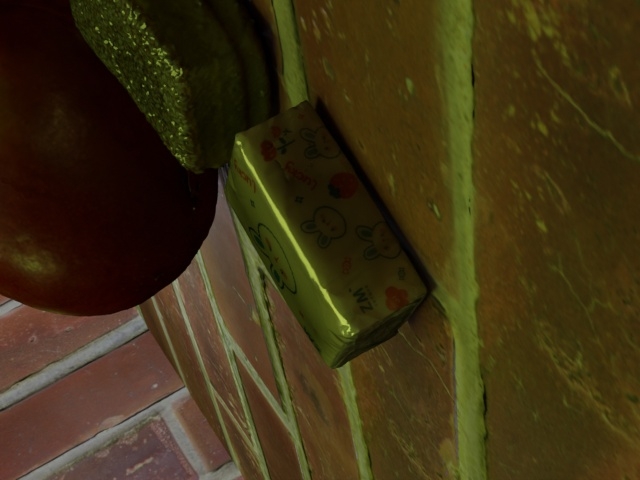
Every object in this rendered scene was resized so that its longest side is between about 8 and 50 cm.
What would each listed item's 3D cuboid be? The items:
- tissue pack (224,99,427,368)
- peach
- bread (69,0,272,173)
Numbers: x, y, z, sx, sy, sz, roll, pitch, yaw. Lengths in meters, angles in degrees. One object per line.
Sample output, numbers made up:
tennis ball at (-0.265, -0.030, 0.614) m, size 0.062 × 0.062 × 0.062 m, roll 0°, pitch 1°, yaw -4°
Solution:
tissue pack at (0.000, 0.000, 1.123) m, size 0.196 × 0.092 × 0.148 m, roll 58°, pitch 165°, yaw 11°
peach at (-0.276, -0.097, 1.461) m, size 0.370 × 0.370 × 0.370 m, roll 55°, pitch 165°, yaw 23°
bread at (-0.139, -0.197, 1.216) m, size 0.234 × 0.111 × 0.184 m, roll 53°, pitch 161°, yaw 23°
